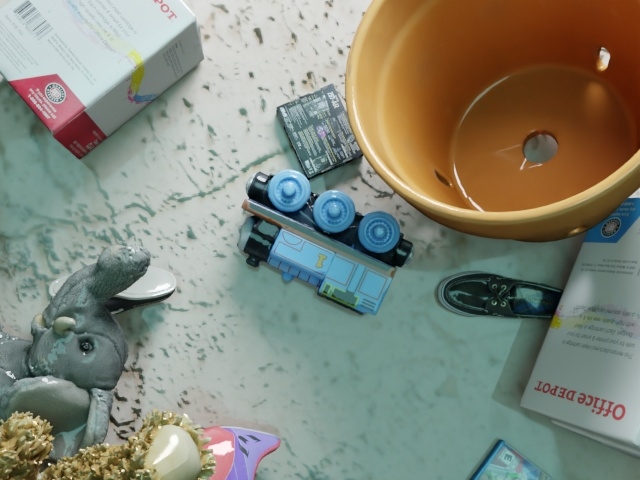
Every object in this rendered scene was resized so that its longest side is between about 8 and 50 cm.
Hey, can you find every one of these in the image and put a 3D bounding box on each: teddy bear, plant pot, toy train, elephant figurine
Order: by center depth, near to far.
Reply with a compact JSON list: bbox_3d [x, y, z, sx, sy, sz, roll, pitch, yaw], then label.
[{"bbox_3d":[-0.233,0.263,0.756,0.338,0.113,0.245,-36,110,0],"label":"teddy bear"},{"bbox_3d":[-0.249,0.127,0.824,0.240,0.186,0.169,-10,62,4],"label":"elephant figurine"},{"bbox_3d":[0.191,-0.123,0.828,0.291,0.203,0.290,-7,71,20],"label":"plant pot"},{"bbox_3d":[0.000,0.000,0.901,0.184,0.080,0.105,25,89,-1],"label":"toy train"}]

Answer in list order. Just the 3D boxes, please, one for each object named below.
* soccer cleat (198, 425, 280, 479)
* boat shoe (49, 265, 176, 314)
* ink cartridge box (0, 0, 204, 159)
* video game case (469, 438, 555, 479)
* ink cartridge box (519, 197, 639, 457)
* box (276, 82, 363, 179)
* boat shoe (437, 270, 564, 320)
[{"bbox_3d":[-0.087,0.338,0.848,0.117,0.108,0.318,-3,82,-8],"label":"soccer cleat"},{"bbox_3d":[-0.208,0.056,0.901,0.125,0.038,0.046,-7,43,-10],"label":"boat shoe"},{"bbox_3d":[-0.221,-0.192,0.880,0.176,0.127,0.128,-40,87,-6],"label":"ink cartridge box"},{"bbox_3d":[0.216,0.302,0.913,0.166,0.015,0.119,38,83,1],"label":"video game case"},{"bbox_3d":[0.337,0.097,0.845,0.168,0.171,0.232,27,83,-19],"label":"ink cartridge box"},{"bbox_3d":[0.000,-0.115,0.940,0.067,0.018,0.083,-25,86,-6],"label":"box"},{"bbox_3d":[0.194,0.057,0.923,0.142,0.040,0.049,5,84,-3],"label":"boat shoe"}]
